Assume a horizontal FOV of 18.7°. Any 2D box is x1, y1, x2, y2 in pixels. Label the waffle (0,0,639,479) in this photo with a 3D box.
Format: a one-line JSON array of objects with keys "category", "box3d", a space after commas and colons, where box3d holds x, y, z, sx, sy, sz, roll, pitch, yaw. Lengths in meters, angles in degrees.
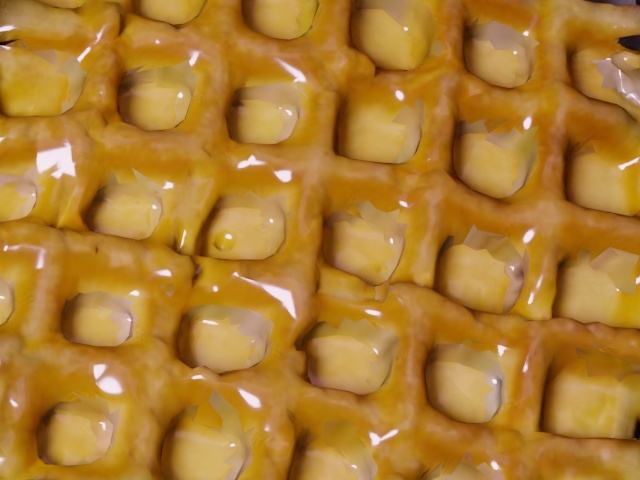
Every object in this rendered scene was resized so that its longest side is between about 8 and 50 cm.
[{"category": "waffle", "box3d": [0.008, 0.008, 0.658, 0.329, 0.062, 0.329, 5, 66, -11]}]
